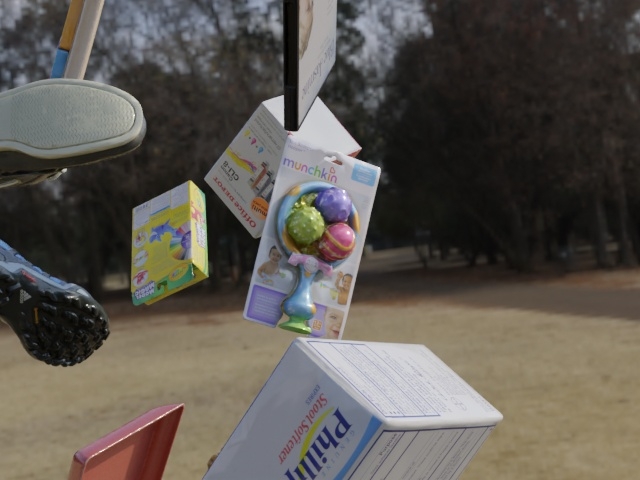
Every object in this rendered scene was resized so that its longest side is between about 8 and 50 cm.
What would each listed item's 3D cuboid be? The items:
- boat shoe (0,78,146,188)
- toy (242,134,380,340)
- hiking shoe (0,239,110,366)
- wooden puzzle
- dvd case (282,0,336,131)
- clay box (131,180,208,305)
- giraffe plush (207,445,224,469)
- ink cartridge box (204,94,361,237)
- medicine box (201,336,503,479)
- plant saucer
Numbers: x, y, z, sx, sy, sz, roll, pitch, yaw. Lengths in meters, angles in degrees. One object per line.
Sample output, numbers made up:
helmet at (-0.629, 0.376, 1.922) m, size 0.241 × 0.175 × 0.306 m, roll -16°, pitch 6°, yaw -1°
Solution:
boat shoe at (-0.261, -0.090, 1.034) m, size 0.233 × 0.084 × 0.079 m, roll -7°, pitch -29°, yaw 15°
toy at (0.000, 0.000, 1.398) m, size 0.137 × 0.237 × 0.056 m, roll 19°, pitch -9°, yaw -24°
hiking shoe at (-0.382, 0.059, 1.449) m, size 0.113 × 0.132 × 0.304 m, roll -42°, pitch -37°, yaw 3°
wooden puzzle at (-0.380, -0.289, 1.723) m, size 0.044 × 0.221 × 0.238 m, roll 17°, pitch -15°, yaw -18°
dvd case at (-0.011, -0.287, 1.430) m, size 0.022 × 0.253 × 0.180 m, roll 11°, pitch 41°, yaw 11°
clay box at (-0.257, 0.014, 1.938) m, size 0.127 × 0.222 × 0.053 m, roll -25°, pitch -43°, yaw 19°
giraffe plush at (-0.127, 0.379, 1.656) m, size 0.170 × 0.210 × 0.181 m, roll -48°, pitch 3°, yaw -11°
ink cartridge box at (-0.058, -0.114, 1.690) m, size 0.127 × 0.128 × 0.176 m, roll -28°, pitch -17°, yaw -52°
medicine box at (0.029, 0.259, 1.307) m, size 0.149 × 0.263 × 0.289 m, roll 42°, pitch 17°, yaw 31°
plant saucer at (-0.353, 0.410, 1.927) m, size 0.047 × 0.259 × 0.258 m, roll 31°, pitch 27°, yaw 21°
